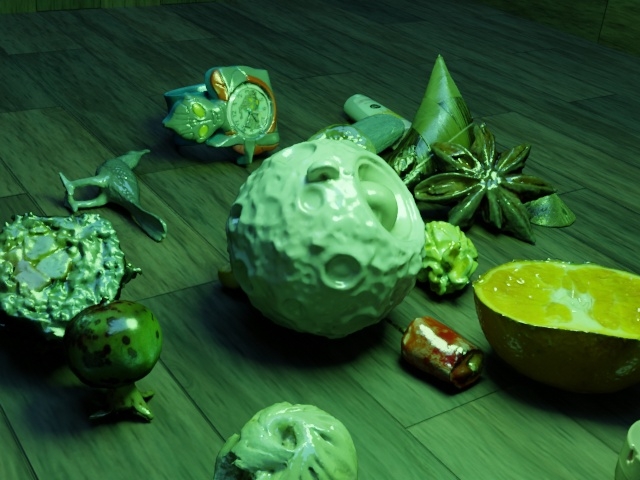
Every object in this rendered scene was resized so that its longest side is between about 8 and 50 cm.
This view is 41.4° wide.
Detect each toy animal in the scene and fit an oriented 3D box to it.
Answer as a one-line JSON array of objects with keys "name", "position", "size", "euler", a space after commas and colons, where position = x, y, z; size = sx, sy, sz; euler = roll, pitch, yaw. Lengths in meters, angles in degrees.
[{"name": "toy animal", "position": [-0.448, -0.110, 1.804], "size": [0.206, 0.081, 0.367], "euler": [-5, 34, -15]}]

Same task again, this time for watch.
[{"name": "watch", "position": [-0.280, -0.306, 2.093], "size": [0.305, 0.241, 0.274], "euler": [-17, 19, -32]}]

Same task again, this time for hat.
[{"name": "hat", "position": [0.525, -0.092, 1.967], "size": [0.146, 0.067, 0.146], "euler": [5, 28, -2]}]

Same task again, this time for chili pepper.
[{"name": "chili pepper", "position": [0.174, 0.170, 1.399], "size": [0.192, 0.084, 0.086], "euler": [30, 3, 33]}]

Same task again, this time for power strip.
[{"name": "power strip", "position": [0.495, 0.320, 1.178], "size": [0.154, 0.078, 0.154], "euler": [6, 25, -3]}]

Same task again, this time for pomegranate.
[{"name": "pomegranate", "position": [-0.297, 0.165, 1.223], "size": [0.148, 0.169, 0.148], "euler": [6, 28, -3]}]

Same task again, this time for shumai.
[{"name": "shumai", "position": [0.035, -0.164, 1.972], "size": [0.201, 0.201, 0.120], "euler": [8, -13, 4]}]

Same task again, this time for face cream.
[{"name": "face cream", "position": [0.169, -0.323, 2.330], "size": [0.107, 0.073, 0.269], "euler": [-20, 37, -22]}]

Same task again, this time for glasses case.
[{"name": "glasses case", "position": [0.099, -0.249, 2.145], "size": [0.109, 0.067, 0.282], "euler": [28, 46, 35]}]

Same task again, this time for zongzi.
[{"name": "zongzi", "position": [0.231, -0.268, 1.998], "size": [0.289, 0.317, 0.154], "euler": [-17, -5, -35]}]

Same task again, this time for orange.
[{"name": "orange", "position": [0.423, 0.121, 1.365], "size": [0.310, 0.274, 0.274], "euler": [-26, 24, 15]}]

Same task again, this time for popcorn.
[{"name": "popcorn", "position": [0.237, 0.031, 1.615], "size": [0.135, 0.141, 0.162], "euler": [-12, -6, -25]}]

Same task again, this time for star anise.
[{"name": "star anise", "position": [0.363, -0.110, 1.857], "size": [0.315, 0.315, 0.108], "euler": [4, -14, -4]}]

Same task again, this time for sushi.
[{"name": "sushi", "position": [-0.428, 0.078, 1.360], "size": [0.238, 0.219, 0.225], "euler": [25, 60, -19]}]

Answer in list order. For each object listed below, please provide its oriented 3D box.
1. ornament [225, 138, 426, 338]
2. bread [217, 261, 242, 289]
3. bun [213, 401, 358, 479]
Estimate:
[{"name": "ornament", "position": [0.000, 0.000, 1.432], "size": [0.337, 0.337, 0.337], "euler": [4, 28, -2]}, {"name": "bread", "position": [-0.132, 0.061, 1.569], "size": [0.082, 0.056, 0.115], "euler": [-3, 17, 33]}, {"name": "bun", "position": [-0.048, 0.286, 1.091], "size": [0.193, 0.128, 0.178], "euler": [-19, 38, -34]}]
